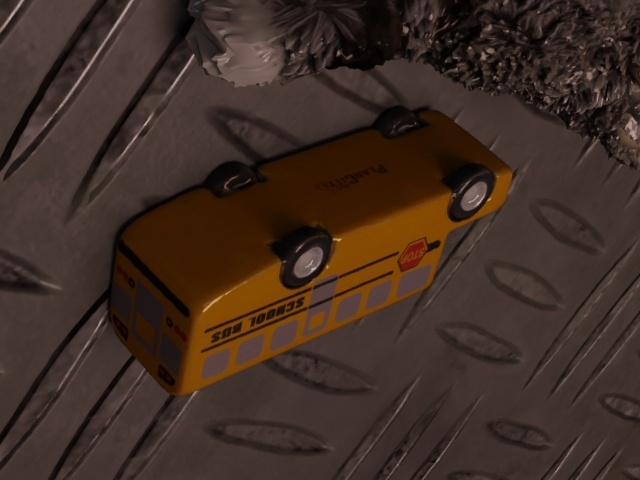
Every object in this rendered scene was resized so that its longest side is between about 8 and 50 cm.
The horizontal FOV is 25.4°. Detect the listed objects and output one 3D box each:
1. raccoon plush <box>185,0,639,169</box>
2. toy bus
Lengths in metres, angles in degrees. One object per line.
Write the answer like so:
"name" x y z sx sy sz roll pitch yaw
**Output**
"raccoon plush" 0.112 -0.163 1.123 0.446 0.216 0.299 -8 152 -7
"toy bus" 0.000 0.000 1.148 0.333 0.108 0.130 -21 138 -36
